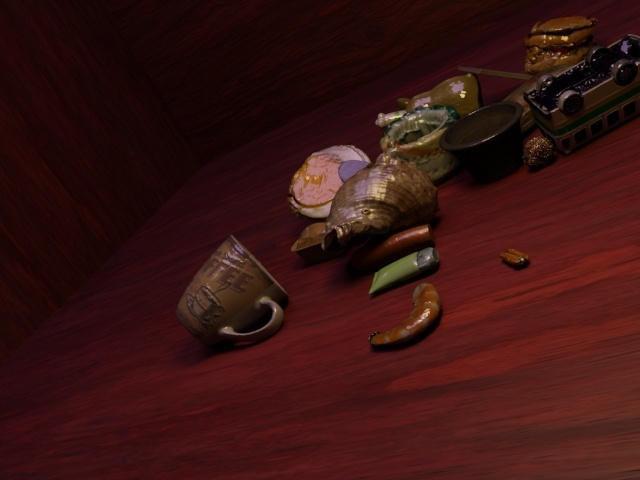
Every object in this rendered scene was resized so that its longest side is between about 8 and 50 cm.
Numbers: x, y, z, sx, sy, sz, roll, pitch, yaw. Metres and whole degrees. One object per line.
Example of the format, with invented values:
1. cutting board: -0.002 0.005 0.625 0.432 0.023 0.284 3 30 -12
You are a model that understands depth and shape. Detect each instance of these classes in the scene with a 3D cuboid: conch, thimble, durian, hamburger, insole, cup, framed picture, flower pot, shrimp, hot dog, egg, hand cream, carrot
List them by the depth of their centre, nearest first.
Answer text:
1. hot dog: 0.399 0.037 1.374 0.037 0.021 0.083 -22 18 -5
2. shrimp: 0.174 0.161 1.383 0.166 0.049 0.161 -32 19 23
3. hand cream: 0.194 0.069 1.567 0.175 0.046 0.095 -29 19 27
4. carrot: 0.175 0.021 1.674 0.225 0.067 0.067 -23 21 19
5. durian: 0.547 -0.222 1.691 0.091 0.080 0.080 -17 14 -22
6. conch: 0.127 -0.090 1.743 0.352 0.210 0.297 -9 -22 -33
7. cup: -0.226 0.173 1.764 0.257 0.227 0.301 -46 50 -3
8. flower pot: 0.454 -0.251 1.798 0.235 0.148 0.235 -26 23 12
9. insole: 0.166 -0.160 1.974 0.110 0.012 0.309 -41 52 -10
10. thimble: 0.309 -0.283 2.024 0.254 0.167 0.288 7 40 45
11. egg: 0.044 -0.148 2.132 0.264 0.174 0.286 25 69 34
12. framed picture: 0.625 -0.547 2.212 0.288 0.016 0.213 4 16 -10
13. hamburger: 0.799 -0.648 2.224 0.244 0.163 0.244 -10 22 4

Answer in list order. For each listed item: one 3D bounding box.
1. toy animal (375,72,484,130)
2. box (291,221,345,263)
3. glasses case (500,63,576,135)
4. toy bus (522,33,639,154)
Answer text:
1. toy animal: 0.386 -0.431 2.281 0.362 0.181 0.181 -18 24 29
2. box: 0.000 0.000 1.930 0.177 0.111 0.111 -17 24 34
3. glasses case: 0.612 -0.398 1.997 0.425 0.098 0.156 -39 26 -19
4. toy bus: 0.689 -0.360 1.670 0.305 0.179 0.143 -30 34 6
